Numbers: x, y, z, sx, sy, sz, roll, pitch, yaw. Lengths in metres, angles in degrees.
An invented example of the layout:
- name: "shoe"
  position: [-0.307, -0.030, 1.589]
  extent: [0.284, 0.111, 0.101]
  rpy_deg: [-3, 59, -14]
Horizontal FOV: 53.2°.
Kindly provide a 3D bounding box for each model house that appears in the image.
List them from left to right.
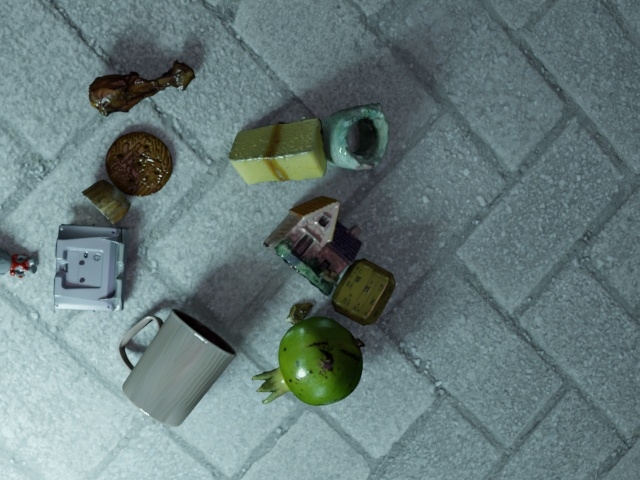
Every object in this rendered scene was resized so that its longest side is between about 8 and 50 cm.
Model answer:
- name: "model house"
  position: [0.000, 0.000, 1.875]
  extent: [0.237, 0.202, 0.237]
  rpy_deg: [40, 85, -12]

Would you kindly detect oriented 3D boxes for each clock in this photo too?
- name: "clock"
  position: [-0.642, 0.080, 1.794]
  extent: [0.186, 0.083, 0.253]
  rpy_deg: [3, 93, -12]

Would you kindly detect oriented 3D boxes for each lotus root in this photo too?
- name: "lotus root"
  position: [-0.597, -0.111, 1.782]
  extent: [0.081, 0.112, 0.122]
  rpy_deg: [-50, 134, -16]

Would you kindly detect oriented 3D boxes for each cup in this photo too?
- name: "cup"
  position: [-0.423, 0.338, 1.796]
  extent: [0.288, 0.208, 0.273]
  rpy_deg: [36, 86, -13]

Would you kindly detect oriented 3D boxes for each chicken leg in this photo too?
- name: "chicken leg"
  position: [-0.500, -0.432, 1.805]
  extent: [0.304, 0.093, 0.113]
  rpy_deg: [-20, 115, -19]

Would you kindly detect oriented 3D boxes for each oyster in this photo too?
- name: "oyster"
  position: [-0.066, 0.220, 1.961]
  extent: [0.051, 0.034, 0.093]
  rpy_deg: [40, 80, -19]

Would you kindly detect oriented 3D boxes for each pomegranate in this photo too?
- name: "pomegranate"
  position: [-0.033, 0.367, 1.876]
  extent: [0.340, 0.260, 0.260]
  rpy_deg: [-27, 99, -7]

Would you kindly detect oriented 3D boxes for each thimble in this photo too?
- name: "thimble"
  position: [0.103, -0.309, 1.888]
  extent: [0.185, 0.149, 0.211]
  rpy_deg: [32, 78, -31]

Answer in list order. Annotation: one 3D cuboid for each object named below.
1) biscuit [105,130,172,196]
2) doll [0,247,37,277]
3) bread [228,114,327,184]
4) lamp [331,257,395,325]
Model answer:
- name: "biscuit"
  position: [-0.520, -0.218, 1.834]
  extent: [0.187, 0.027, 0.188]
  rpy_deg: [-1, 94, -14]
- name: "doll"
  position: [-0.872, 0.062, 1.749]
  extent: [0.180, 0.079, 0.094]
  rpy_deg: [9, 76, -26]
- name: "bread"
  position: [-0.122, -0.249, 1.845]
  extent: [0.266, 0.142, 0.178]
  rpy_deg: [-6, 108, 18]
- name: "lamp"
  position: [0.130, 0.157, 1.941]
  extent: [0.161, 0.161, 0.185]
  rpy_deg: [29, 88, -13]
